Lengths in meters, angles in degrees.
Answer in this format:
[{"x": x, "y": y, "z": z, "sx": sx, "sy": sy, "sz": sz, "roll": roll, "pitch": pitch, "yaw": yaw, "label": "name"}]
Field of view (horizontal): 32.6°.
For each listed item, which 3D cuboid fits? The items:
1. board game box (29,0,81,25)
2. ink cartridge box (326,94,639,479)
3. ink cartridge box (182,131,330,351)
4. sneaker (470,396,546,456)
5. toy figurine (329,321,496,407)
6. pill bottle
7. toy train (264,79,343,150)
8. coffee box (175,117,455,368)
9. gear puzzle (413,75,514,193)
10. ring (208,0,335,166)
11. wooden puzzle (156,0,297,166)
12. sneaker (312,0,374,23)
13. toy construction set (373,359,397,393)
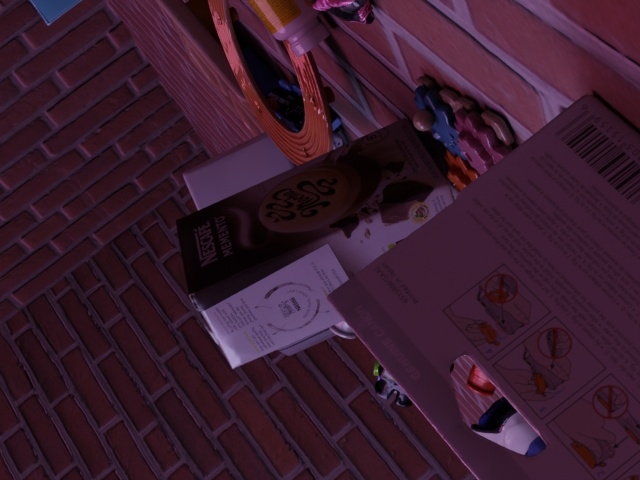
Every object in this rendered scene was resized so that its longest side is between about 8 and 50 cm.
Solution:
[{"x": -0.411, "y": -0.534, "z": 1.627, "sx": 0.336, "sy": 0.254, "sz": 0.079, "roll": 55, "pitch": 174, "yaw": -24, "label": "board game box"}, {"x": 0.179, "y": 0.066, "z": 0.705, "sx": 0.275, "sy": 0.239, "sz": 0.060, "roll": 49, "pitch": 173, "yaw": 30, "label": "ink cartridge box"}, {"x": -0.062, "y": 0.022, "z": 1.788, "sx": 0.395, "sy": 0.166, "sz": 0.285, "roll": 62, "pitch": -177, "yaw": -79, "label": "ink cartridge box"}, {"x": 0.348, "y": 0.354, "z": 1.806, "sx": 0.182, "sy": 0.127, "sz": 0.315, "roll": 53, "pitch": 169, "yaw": 35, "label": "sneaker"}, {"x": 0.133, "y": 0.082, "z": 1.327, "sx": 0.209, "sy": 0.213, "sz": 0.148, "roll": 52, "pitch": 132, "yaw": 45, "label": "toy figurine"}, {"x": -0.041, "y": -0.271, "z": 1.257, "sx": 0.116, "sy": 0.065, "sz": 0.065, "roll": 54, "pitch": 174, "yaw": -11, "label": "pill bottle"}, {"x": -0.026, "y": -0.180, "z": 1.661, "sx": 0.105, "sy": 0.080, "sz": 0.184, "roll": 46, "pitch": 174, "yaw": -32, "label": "toy train"}, {"x": 0.000, "y": 0.000, "z": 1.230, "sx": 0.168, "sy": 0.297, "sz": 0.119, "roll": -113, "pitch": -2, "yaw": -57, "label": "coffee box"}, {"x": 0.190, "y": -0.012, "z": 1.117, "sx": 0.339, "sy": 0.044, "sz": 0.175, "roll": 56, "pitch": 173, "yaw": -33, "label": "gear puzzle"}, {"x": -0.065, "y": -0.248, "z": 1.459, "sx": 0.336, "sy": 0.032, "sz": 0.336, "roll": 54, "pitch": 161, "yaw": 28, "label": "ring"}, {"x": -0.152, "y": -0.299, "z": 1.929, "sx": 0.322, "sy": 0.080, "sz": 0.348, "roll": 51, "pitch": 177, "yaw": 20, "label": "wooden puzzle"}, {"x": 0.034, "y": -0.233, "z": 1.064, "sx": 0.057, "sy": 0.047, "sz": 0.119, "roll": 34, "pitch": -178, "yaw": -17, "label": "sneaker"}, {"x": 0.148, "y": 0.133, "z": 1.800, "sx": 0.151, "sy": 0.215, "sz": 0.328, "roll": 2, "pitch": 144, "yaw": 20, "label": "toy construction set"}]
